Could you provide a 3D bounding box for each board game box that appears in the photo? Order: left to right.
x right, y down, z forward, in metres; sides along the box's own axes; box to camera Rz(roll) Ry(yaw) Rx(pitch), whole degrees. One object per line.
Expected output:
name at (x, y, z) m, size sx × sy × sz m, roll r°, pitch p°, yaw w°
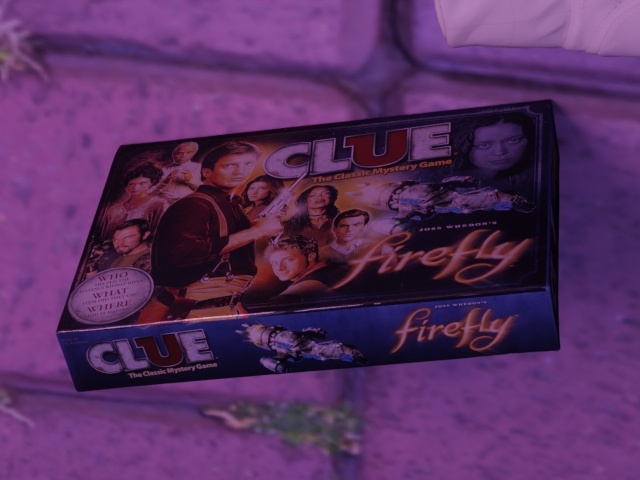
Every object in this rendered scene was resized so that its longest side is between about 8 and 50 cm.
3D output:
board game box at (0.000, 0.000, 0.969) m, size 0.243 × 0.165 × 0.042 m, roll -6°, pitch 126°, yaw 11°

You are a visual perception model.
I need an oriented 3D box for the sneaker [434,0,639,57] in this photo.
sneaker at (0.109, -0.202, 0.837) m, size 0.169 × 0.108 × 0.292 m, roll 0°, pitch 128°, yaw 4°
